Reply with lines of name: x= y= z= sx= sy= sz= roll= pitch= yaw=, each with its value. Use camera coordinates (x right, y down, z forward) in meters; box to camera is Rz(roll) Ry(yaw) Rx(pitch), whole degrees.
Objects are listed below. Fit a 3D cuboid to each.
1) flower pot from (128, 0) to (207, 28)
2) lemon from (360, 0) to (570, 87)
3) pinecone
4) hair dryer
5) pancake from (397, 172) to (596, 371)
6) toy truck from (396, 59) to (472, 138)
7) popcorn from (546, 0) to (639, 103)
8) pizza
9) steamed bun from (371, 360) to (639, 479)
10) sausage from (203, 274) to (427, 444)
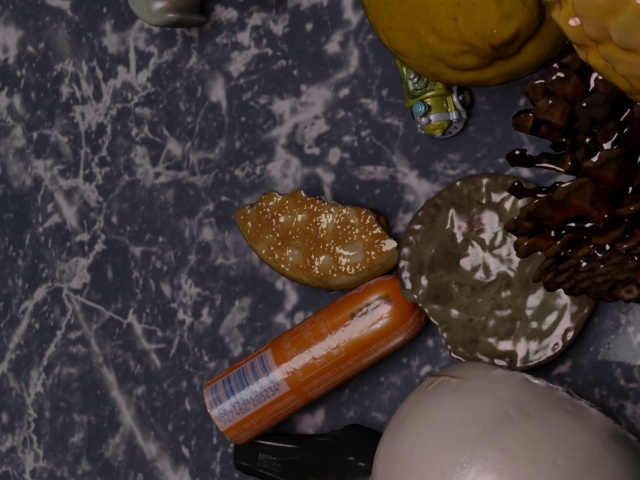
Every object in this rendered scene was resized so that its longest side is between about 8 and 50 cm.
flower pot: x=-0.141 y=-0.462 z=2.161 sx=0.254 sy=0.164 sz=0.368 roll=-7 pitch=87 yaw=42
lemon: x=0.171 y=-0.312 z=1.881 sx=0.297 sy=0.297 sz=0.297 roll=-2 pitch=85 yaw=32
pinecone: x=0.300 y=-0.072 z=1.821 sx=0.246 sy=0.246 sz=0.292 roll=-29 pitch=61 yaw=27
hair dryer: x=0.015 y=0.394 z=2.056 sx=0.303 sy=0.120 sz=0.360 roll=1 pitch=96 yaw=40
pancake: x=0.201 y=0.038 z=1.964 sx=0.236 sy=0.042 sz=0.222 roll=32 pitch=84 yaw=21
toy truck: x=0.128 y=-0.175 z=2.023 sx=0.076 sy=0.077 sz=0.111 roll=-20 pitch=76 yaw=29
popcorn: x=0.376 y=-0.270 z=1.614 sx=0.344 sy=0.390 sz=0.354 roll=-5 pitch=48 yaw=-8
pizza: x=0.001 y=-0.001 z=2.100 sx=0.246 sy=0.058 sz=0.127 roll=-1 pitch=88 yaw=32
steamed bun: x=0.181 y=0.297 z=1.813 sx=0.309 sy=0.309 sz=0.309 roll=-2 pitch=85 yaw=32
sausage: x=0.009 y=0.129 z=2.052 sx=0.312 sy=0.093 sz=0.093 roll=-33 pitch=70 yaw=16
